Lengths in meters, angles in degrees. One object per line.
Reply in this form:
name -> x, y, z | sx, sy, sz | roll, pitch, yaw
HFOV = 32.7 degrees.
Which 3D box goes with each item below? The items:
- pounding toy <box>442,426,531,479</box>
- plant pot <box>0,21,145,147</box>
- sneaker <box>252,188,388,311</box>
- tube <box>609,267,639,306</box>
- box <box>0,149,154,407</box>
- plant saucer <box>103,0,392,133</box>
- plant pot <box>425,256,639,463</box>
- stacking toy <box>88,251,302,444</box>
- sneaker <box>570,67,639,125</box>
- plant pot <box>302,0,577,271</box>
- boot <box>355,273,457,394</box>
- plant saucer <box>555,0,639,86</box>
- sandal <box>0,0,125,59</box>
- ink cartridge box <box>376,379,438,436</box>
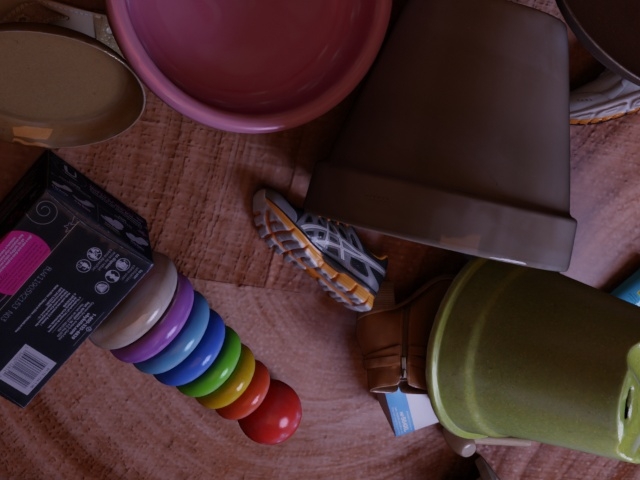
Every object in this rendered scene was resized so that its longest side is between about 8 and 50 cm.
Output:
pounding toy -> 0.279, 0.386, 1.602 | 0.155, 0.154, 0.269 | -36, 117, 4
plant pot -> -0.313, -0.175, 1.214 | 0.236, 0.032, 0.236 | -1, 156, -1
sneaker -> 0.000, 0.000, 1.415 | 0.215, 0.084, 0.083 | 42, 70, -20
tube -> 0.411, 0.120, 1.579 | 0.080, 0.052, 0.207 | 42, 105, -14
box -> -0.341, 0.045, 1.311 | 0.163, 0.142, 0.247 | 38, 102, -26
plant saucer -> -0.083, -0.287, 1.216 | 0.332, 0.084, 0.332 | -3, 99, -22
plant pot -> 0.320, 0.161, 1.396 | 0.276, 0.254, 0.276 | -15, 112, -42
stacking toy -> -0.147, 0.164, 1.423 | 0.141, 0.141, 0.330 | -40, 121, 6
sneaker -> 0.416, -0.232, 1.408 | 0.262, 0.099, 0.121 | -20, 90, 4
plant pot -> 0.163, -0.134, 1.284 | 0.323, 0.323, 0.280 | 11, 95, -17
boot -> 0.145, 0.129, 1.457 | 0.197, 0.152, 0.073 | -4, 155, -1
plant saucer -> 0.387, -0.297, 1.292 | 0.310, 0.311, 0.050 | 15, 152, -19
sandal -> -0.316, -0.230, 1.228 | 0.240, 0.079, 0.088 | 3, 113, -15
ink cartridge box -> 0.151, 0.193, 1.520 | 0.143, 0.092, 0.090 | -17, 117, -5
